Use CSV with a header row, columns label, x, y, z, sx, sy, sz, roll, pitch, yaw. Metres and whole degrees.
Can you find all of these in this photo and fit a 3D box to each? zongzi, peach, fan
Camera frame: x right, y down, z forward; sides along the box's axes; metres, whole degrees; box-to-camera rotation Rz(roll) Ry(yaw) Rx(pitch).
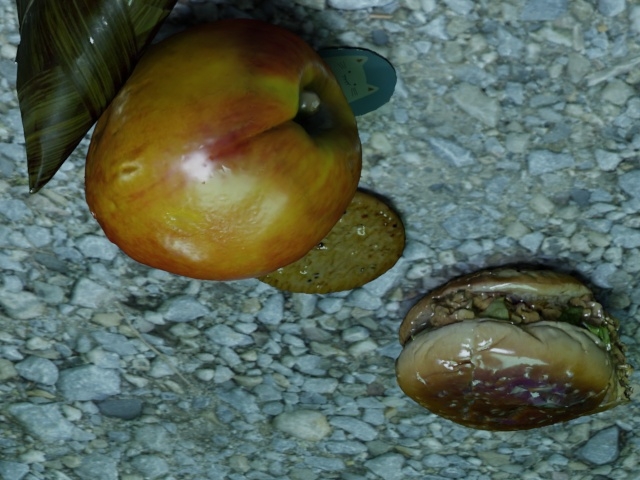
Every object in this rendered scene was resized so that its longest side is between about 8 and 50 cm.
label,x,y,z,sx,sy,sz,roll,pitch,yaw
zongzi,-0.168,-0.187,1.658,0.111,0.241,0.248,24,136,-34
peach,-0.100,-0.077,1.828,0.281,0.238,0.281,-20,176,-1
fan,-0.011,-0.149,1.934,0.175,0.005,0.113,-10,145,6

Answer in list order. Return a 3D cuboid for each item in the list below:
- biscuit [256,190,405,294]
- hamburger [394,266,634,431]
label,x,y,z,sx,sy,sz,roll,pitch,yaw
biscuit,0.000,-0.001,2.131,0.188,0.027,0.188,-2,144,-1
hamburger,0.222,0.137,2.262,0.286,0.146,0.243,6,151,-17
